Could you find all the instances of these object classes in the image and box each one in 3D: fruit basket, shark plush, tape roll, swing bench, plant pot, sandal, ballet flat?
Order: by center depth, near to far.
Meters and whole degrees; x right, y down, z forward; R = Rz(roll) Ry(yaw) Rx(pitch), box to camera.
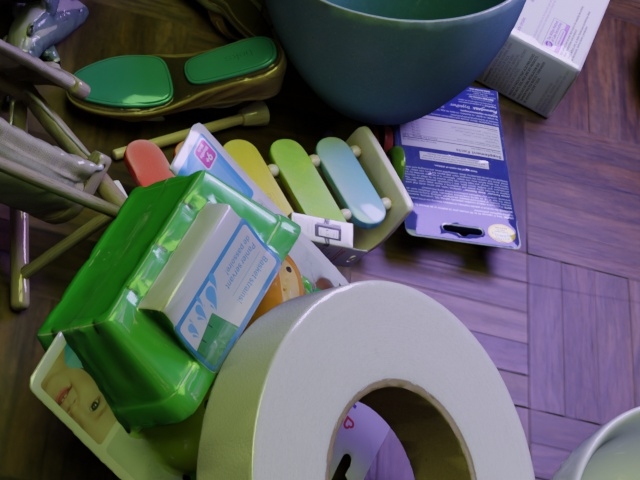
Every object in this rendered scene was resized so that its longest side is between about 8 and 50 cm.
[{"bbox_3d":[0.053,0.228,1.621,0.392,0.072,0.392,19,64,-45],"label":"tape roll"},{"bbox_3d":[-0.064,0.119,1.673,0.353,0.165,0.327,45,53,-20],"label":"fruit basket"},{"bbox_3d":[-0.328,-0.105,1.705,0.253,0.165,0.255,26,37,-55],"label":"swing bench"},{"bbox_3d":[-0.290,-0.206,1.945,0.067,0.073,0.161,43,37,-30],"label":"shark plush"},{"bbox_3d":[-0.148,-0.156,1.945,0.232,0.073,0.080,-9,58,-1],"label":"ballet flat"},{"bbox_3d":[0.072,-0.240,1.977,0.290,0.195,0.290,4,42,-3],"label":"plant pot"},{"bbox_3d":[-0.098,-0.253,2.063,0.180,0.049,0.072,35,43,25],"label":"sandal"}]

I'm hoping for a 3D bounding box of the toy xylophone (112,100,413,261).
[{"bbox_3d":[-0.081,-0.047,1.890,0.322,0.081,0.236,-23,66,-34],"label":"toy xylophone"}]

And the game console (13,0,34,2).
[{"bbox_3d":[-0.298,-0.265,1.827,0.213,0.361,0.044,-15,104,-8],"label":"game console"}]

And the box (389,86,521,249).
[{"bbox_3d":[0.140,-0.080,2.031,0.136,0.036,0.225,8,51,-16],"label":"box"}]

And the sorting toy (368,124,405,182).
[{"bbox_3d":[0.058,-0.087,1.990,0.042,0.061,0.102,6,31,-17],"label":"sorting toy"}]

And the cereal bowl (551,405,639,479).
[{"bbox_3d":[0.330,0.330,1.721,0.339,0.141,0.339,15,56,-23],"label":"cereal bowl"}]

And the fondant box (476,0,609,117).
[{"bbox_3d":[0.176,-0.321,2.188,0.330,0.096,0.238,29,50,-1],"label":"fondant box"}]

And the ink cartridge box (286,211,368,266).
[{"bbox_3d":[0.000,0.000,1.810,0.083,0.048,0.028,11,65,-22],"label":"ink cartridge box"}]
